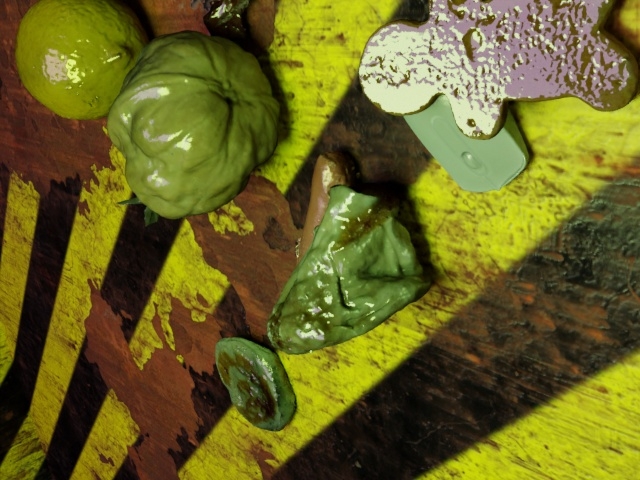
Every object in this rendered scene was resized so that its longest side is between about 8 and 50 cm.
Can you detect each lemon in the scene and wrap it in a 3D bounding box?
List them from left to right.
[{"bbox_3d":[-0.453,-0.354,1.479,0.267,0.267,0.267,29,131,39],"label":"lemon"}]

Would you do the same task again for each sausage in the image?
[{"bbox_3d":[0.001,0.001,1.256,0.087,0.079,0.326,-106,23,-47],"label":"sausage"}]

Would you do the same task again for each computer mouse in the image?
[{"bbox_3d":[0.164,-0.160,0.963,0.128,0.079,0.230,-28,91,57],"label":"computer mouse"}]

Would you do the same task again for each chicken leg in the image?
[{"bbox_3d":[-0.117,-0.402,1.168,0.113,0.093,0.304,45,145,8],"label":"chicken leg"}]

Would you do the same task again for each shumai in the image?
[{"bbox_3d":[0.015,0.038,1.143,0.272,0.222,0.203,-28,92,10],"label":"shumai"}]

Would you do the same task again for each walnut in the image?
[{"bbox_3d":[-0.205,-0.187,1.255,0.282,0.253,0.277,59,144,7],"label":"walnut"}]

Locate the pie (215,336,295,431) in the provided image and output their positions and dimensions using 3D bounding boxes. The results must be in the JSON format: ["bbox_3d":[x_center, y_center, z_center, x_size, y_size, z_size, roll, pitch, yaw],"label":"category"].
[{"bbox_3d":[-0.142,0.297,1.637,0.241,0.054,0.240,30,134,37],"label":"pie"}]

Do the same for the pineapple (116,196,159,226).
[{"bbox_3d":[-0.313,-0.115,1.546,0.277,0.130,0.118,-23,79,56],"label":"pineapple"}]

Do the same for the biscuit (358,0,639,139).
[{"bbox_3d":[0.183,-0.211,0.855,0.302,0.049,0.196,-8,101,29],"label":"biscuit"}]
